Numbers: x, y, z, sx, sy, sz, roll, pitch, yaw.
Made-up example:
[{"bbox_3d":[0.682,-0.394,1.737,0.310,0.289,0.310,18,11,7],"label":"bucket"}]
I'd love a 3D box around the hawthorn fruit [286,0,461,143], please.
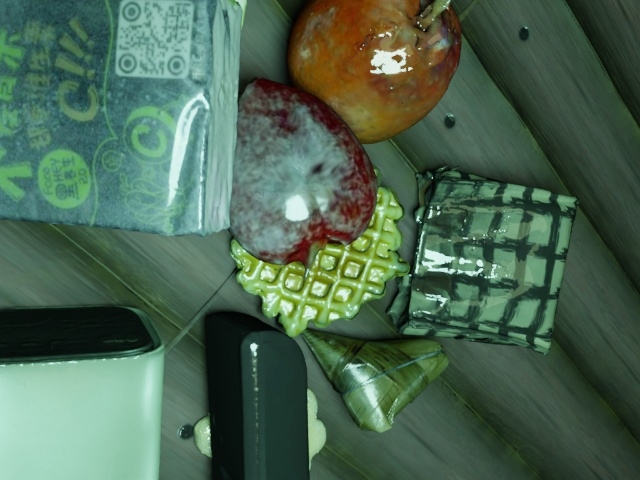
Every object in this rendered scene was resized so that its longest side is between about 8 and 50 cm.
[{"bbox_3d":[0.099,-0.297,0.887,0.276,0.307,0.276,2,86,-22],"label":"hawthorn fruit"}]

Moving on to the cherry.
[{"bbox_3d":[-0.041,-0.093,0.849,0.230,0.203,0.300,-19,90,-2],"label":"cherry"}]

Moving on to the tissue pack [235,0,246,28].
[{"bbox_3d":[-0.213,-0.250,0.839,0.159,0.125,0.234,10,95,-24],"label":"tissue pack"}]

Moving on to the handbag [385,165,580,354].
[{"bbox_3d":[0.317,0.038,1.129,0.326,0.162,0.325,10,91,-19],"label":"handbag"}]

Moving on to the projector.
[{"bbox_3d":[-0.351,0.236,0.786,0.248,0.248,0.249,1,98,-26],"label":"projector"}]

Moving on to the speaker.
[{"bbox_3d":[-0.068,0.307,0.939,0.184,0.180,0.389,-6,98,-29],"label":"speaker"}]

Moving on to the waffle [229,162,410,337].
[{"bbox_3d":[0.000,0.000,1.007,0.317,0.073,0.297,-30,101,-10],"label":"waffle"}]

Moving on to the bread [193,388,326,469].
[{"bbox_3d":[-0.092,0.333,1.043,0.250,0.039,0.182,35,84,-25],"label":"bread"}]

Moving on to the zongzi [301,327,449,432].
[{"bbox_3d":[0.100,0.203,1.092,0.221,0.112,0.242,-33,84,-28],"label":"zongzi"}]

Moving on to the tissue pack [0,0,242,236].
[{"bbox_3d":[-0.302,-0.163,0.709,0.394,0.124,0.288,4,96,9],"label":"tissue pack"}]
